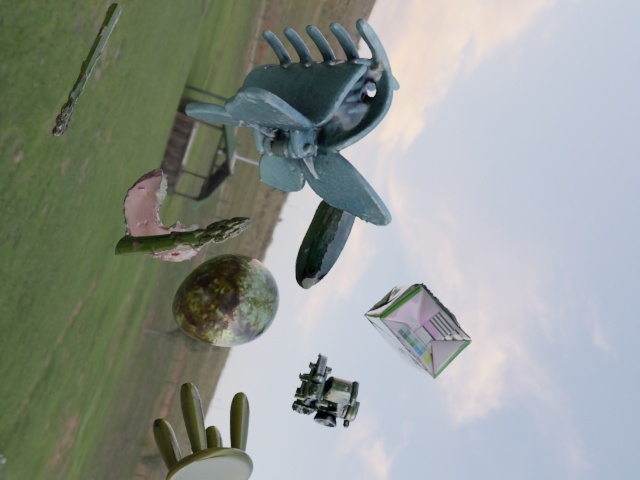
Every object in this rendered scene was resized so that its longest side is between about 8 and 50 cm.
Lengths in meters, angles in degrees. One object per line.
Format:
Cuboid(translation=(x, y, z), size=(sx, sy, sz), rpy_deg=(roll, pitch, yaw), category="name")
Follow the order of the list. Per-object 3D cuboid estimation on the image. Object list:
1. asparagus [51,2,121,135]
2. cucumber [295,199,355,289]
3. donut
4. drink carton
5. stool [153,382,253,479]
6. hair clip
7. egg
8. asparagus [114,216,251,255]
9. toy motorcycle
Cuboid(translation=(-0.378, -0.279, 0.997), size=(0.025, 0.024, 0.248), rpy_deg=(50, 56, -64), category="asparagus")
Cuboid(translation=(0.000, 0.000, 1.284), size=(0.115, 0.063, 0.244), rpy_deg=(-25, -150, 33), category="cucumber")
Cuboid(translation=(-0.285, -0.033, 1.074), size=(0.065, 0.117, 0.166), rpy_deg=(-52, 120, -80), category="donut")
Cuboid(translation=(0.191, 0.177, 1.231), size=(0.108, 0.161, 0.271), rpy_deg=(-41, 178, -5), category="drink carton")
Cuboid(translation=(-0.153, 0.267, 0.810), size=(0.110, 0.134, 0.135), rpy_deg=(-111, -174, -45), category="stool")
Cuboid(translation=(-0.028, -0.237, 1.109), size=(0.318, 0.392, 0.238), rpy_deg=(13, -109, 46), category="hair clip")
Cuboid(translation=(-0.248, 0.156, 1.587), size=(0.238, 0.290, 0.238), rpy_deg=(-11, 90, -80), category="egg")
Cuboid(translation=(-0.180, -0.001, 0.746), size=(0.236, 0.027, 0.034), rpy_deg=(-8, -144, 33), category="asparagus")
Cuboid(translation=(0.025, 0.444, 1.753), size=(0.275, 0.205, 0.127), rpy_deg=(111, -4, -51), category="toy motorcycle")
